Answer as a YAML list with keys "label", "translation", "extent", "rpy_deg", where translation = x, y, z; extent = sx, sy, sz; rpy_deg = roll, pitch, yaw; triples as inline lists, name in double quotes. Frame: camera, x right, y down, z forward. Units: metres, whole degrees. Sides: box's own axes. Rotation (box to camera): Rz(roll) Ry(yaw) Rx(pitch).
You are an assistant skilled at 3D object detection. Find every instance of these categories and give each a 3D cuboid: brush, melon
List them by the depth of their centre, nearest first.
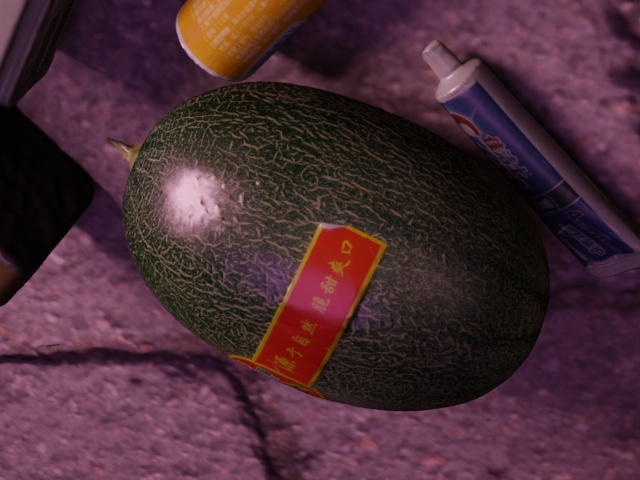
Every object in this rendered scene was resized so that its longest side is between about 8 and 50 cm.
- label: "melon"
  translation: [0.000, 0.000, 0.857]
  extent: [0.288, 0.182, 0.182]
  rpy_deg: [25, 130, 3]
- label: "brush"
  translation: [-0.252, -0.059, 0.955]
  extent: [0.059, 0.123, 0.197]
  rpy_deg: [-34, 108, 33]

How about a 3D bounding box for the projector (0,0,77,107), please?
- label: "projector"
  translation: [-0.254, -0.222, 0.849]
  extent: [0.250, 0.108, 0.198]
  rpy_deg: [31, 130, -3]

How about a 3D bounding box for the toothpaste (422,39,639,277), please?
- label: "toothpaste"
  translation: [0.130, -0.049, 0.865]
  extent: [0.197, 0.034, 0.057]
  rpy_deg: [46, 144, -15]

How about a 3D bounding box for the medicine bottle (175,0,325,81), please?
- label: "medicine bottle"
  translation: [-0.001, -0.176, 0.801]
  extent: [0.074, 0.074, 0.218]
  rpy_deg: [42, 130, -10]
